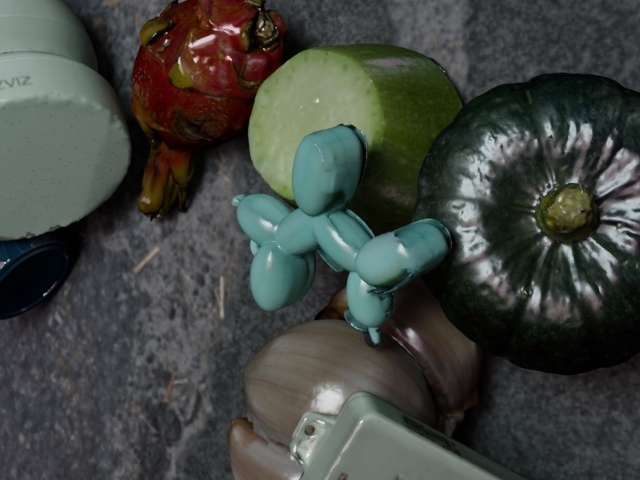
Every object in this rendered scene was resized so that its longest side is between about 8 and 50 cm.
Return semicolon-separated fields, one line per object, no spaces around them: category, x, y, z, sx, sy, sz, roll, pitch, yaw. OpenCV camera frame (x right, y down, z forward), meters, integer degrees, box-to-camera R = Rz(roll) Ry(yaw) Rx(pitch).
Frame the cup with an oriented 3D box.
cup;-0.317;-0.017;0.906;0.138;0.113;0.150;43;110;17

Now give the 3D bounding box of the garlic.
garlic;0.024;0.126;0.717;0.191;0.160;0.214;21;102;19

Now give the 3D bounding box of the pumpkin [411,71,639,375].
pumpkin;0.167;-0.013;0.648;0.211;0.152;0.212;1;94;21

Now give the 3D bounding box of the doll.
doll;0.000;0.000;0.652;0.159;0.059;0.159;45;132;19

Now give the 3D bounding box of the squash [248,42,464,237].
squash;0.025;-0.084;0.741;0.170;0.123;0.170;-3;84;29

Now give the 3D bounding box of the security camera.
security camera;-0.291;-0.141;0.836;0.194;0.194;0.236;-42;58;20

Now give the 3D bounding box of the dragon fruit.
dragon fruit;-0.114;-0.112;0.811;0.125;0.125;0.246;60;137;42

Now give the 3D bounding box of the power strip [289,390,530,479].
power strip;0.129;0.213;0.638;0.338;0.058;0.098;29;95;-12
